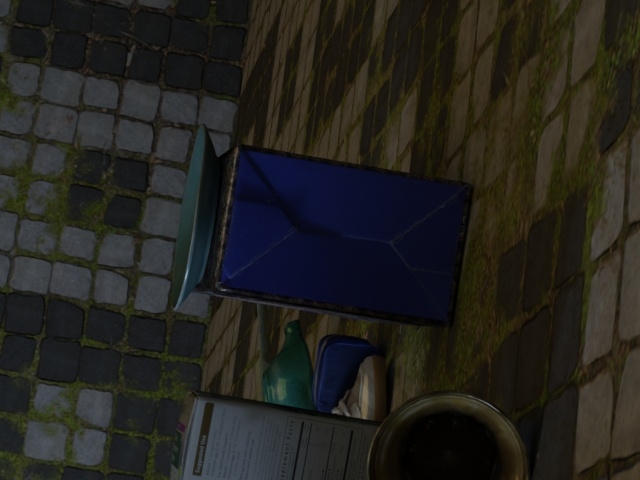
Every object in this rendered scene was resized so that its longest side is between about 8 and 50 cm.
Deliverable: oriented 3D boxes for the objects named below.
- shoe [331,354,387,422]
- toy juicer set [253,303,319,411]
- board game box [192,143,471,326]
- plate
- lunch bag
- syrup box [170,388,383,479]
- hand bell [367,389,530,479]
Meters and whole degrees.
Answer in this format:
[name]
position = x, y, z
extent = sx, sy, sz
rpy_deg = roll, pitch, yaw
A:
[shoe]
position = 0.029, 0.228, 2.060
extent = 0.076, 0.058, 0.219
rpy_deg = -128, 48, -78
[toy juicer set]
position = -0.024, 0.216, 2.368
extent = 0.329, 0.089, 0.209
rpy_deg = -106, 12, -51
[board game box]
position = 0.000, 0.000, 1.934
extent = 0.291, 0.232, 0.141
rpy_deg = 167, 112, -81
[plate]
position = -0.122, -0.022, 1.897
extent = 0.188, 0.024, 0.188
rpy_deg = -171, 90, -81
[lunch bag]
position = 0.028, 0.155, 2.123
extent = 0.065, 0.067, 0.098
rpy_deg = -136, 55, -80
[syrup box]
position = -0.017, 0.207, 1.802
extent = 0.093, 0.237, 0.096
rpy_deg = 174, 106, -80
[hand bell]
position = 0.109, 0.163, 1.589
extent = 0.242, 0.126, 0.126
rpy_deg = -50, -29, -82
